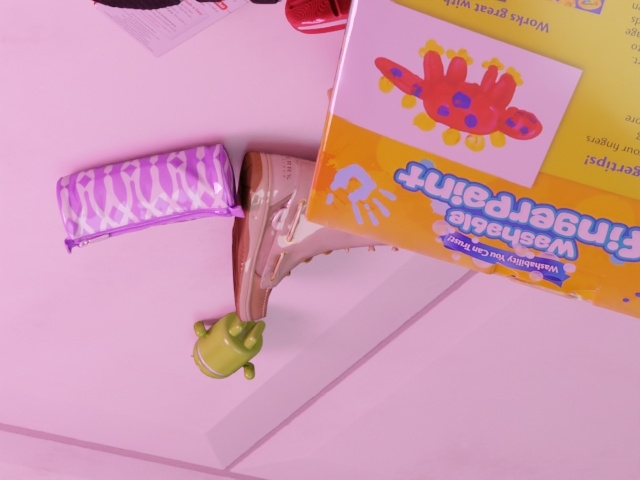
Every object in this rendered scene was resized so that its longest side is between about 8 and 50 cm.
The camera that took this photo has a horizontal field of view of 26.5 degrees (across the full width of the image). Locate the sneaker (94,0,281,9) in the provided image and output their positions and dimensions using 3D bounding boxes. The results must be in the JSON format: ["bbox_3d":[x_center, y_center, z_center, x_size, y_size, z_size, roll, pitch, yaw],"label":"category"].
[{"bbox_3d":[-0.136,-0.284,1.161,0.331,0.146,0.122,6,166,27],"label":"sneaker"}]

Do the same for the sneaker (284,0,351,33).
[{"bbox_3d":[0.085,-0.219,1.316,0.221,0.087,0.128,-15,142,11],"label":"sneaker"}]

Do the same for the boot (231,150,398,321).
[{"bbox_3d":[0.000,0.000,1.591,0.204,0.095,0.262,-1,136,-11],"label":"boot"}]

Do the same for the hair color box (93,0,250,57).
[{"bbox_3d":[-0.119,-0.249,1.262,0.167,0.053,0.093,-26,139,25],"label":"hair color box"}]

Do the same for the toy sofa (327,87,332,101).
[{"bbox_3d":[0.201,-0.126,1.405,0.363,0.150,0.177,-17,174,11],"label":"toy sofa"}]

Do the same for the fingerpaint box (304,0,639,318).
[{"bbox_3d":[0.245,-0.138,1.148,0.445,0.163,0.371,16,127,6],"label":"fingerpaint box"}]

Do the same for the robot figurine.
[{"bbox_3d":[-0.121,0.138,1.777,0.101,0.067,0.115,40,128,-13],"label":"robot figurine"}]

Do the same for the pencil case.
[{"bbox_3d":[-0.191,-0.047,1.495,0.206,0.088,0.086,-14,146,6],"label":"pencil case"}]
